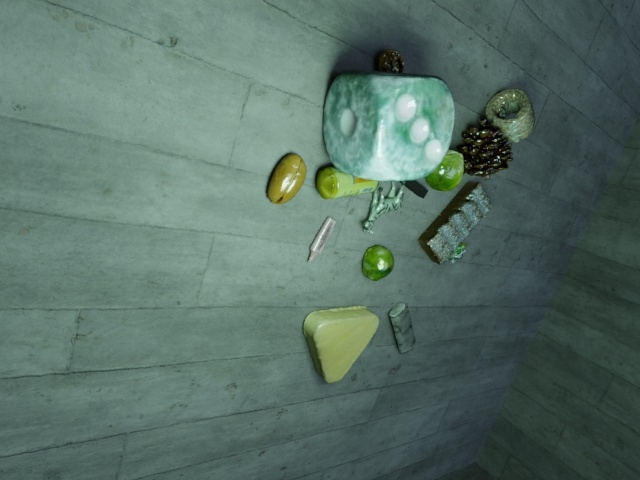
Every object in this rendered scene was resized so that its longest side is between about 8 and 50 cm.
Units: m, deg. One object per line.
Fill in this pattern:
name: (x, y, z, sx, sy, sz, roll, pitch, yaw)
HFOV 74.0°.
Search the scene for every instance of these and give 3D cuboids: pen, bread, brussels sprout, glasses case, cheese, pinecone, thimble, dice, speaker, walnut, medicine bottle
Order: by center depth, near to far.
dice: (0.230, -0.396, 1.446, 0.348, 0.330, 0.327, -12, 118, -30)
bread: (-0.111, -0.207, 1.462, 0.114, 0.077, 0.189, 27, 91, -46)
walnut: (0.249, -0.640, 1.536, 0.091, 0.052, 0.121, -26, 136, 8)
medicine bottle: (0.095, -0.222, 1.581, 0.239, 0.124, 0.124, -11, 117, -33)
pen: (0.000, 0.000, 1.674, 0.053, 0.032, 0.197, 25, 94, -42)
speaker: (0.401, -0.243, 1.856, 0.191, 0.040, 0.046, 26, 96, -43)
brussels sprout: (0.544, -0.307, 1.863, 0.144, 0.162, 0.180, -5, 107, -70)
brussels sprout: (0.263, 0.105, 1.866, 0.149, 0.122, 0.151, -22, 122, -25)
pinecone: (0.725, -0.401, 1.913, 0.244, 0.243, 0.257, -20, 79, -29)
cheese: (0.112, 0.429, 1.920, 0.384, 0.104, 0.383, -17, 120, -31)
thimble: (0.870, -0.568, 1.936, 0.196, 0.229, 0.148, -34, 134, 16)
bread: (0.658, -0.087, 2.068, 0.416, 0.113, 0.165, -48, 117, -8)
glasses case: (0.423, 0.459, 2.202, 0.114, 0.060, 0.299, -35, 128, -19)

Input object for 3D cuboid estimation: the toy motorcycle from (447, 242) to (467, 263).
toy motorcycle: (0.660, 0.055, 2.178, 0.190, 0.074, 0.106, 0, 117, -22)

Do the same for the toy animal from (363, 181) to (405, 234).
toy animal: (0.252, -0.159, 1.759, 0.255, 0.090, 0.170, -37, 134, -15)
